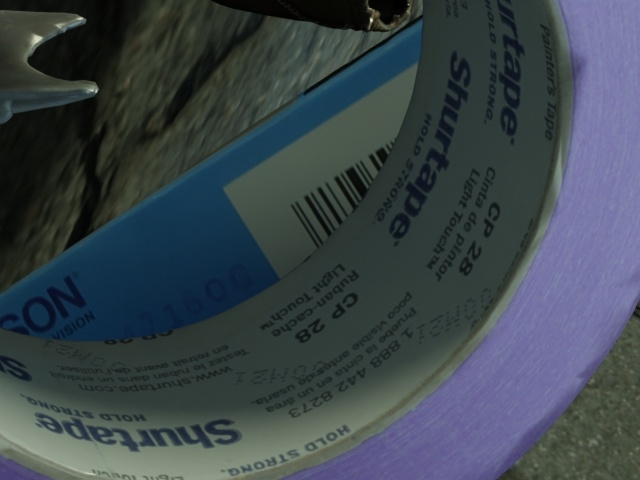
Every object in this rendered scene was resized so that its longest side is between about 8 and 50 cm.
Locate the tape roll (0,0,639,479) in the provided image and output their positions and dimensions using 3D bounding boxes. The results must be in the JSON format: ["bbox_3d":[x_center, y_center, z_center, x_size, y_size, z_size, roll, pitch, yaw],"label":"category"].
[{"bbox_3d":[-0.036,-0.035,0.514,0.275,0.275,0.090,-63,-149,13],"label":"tape roll"}]

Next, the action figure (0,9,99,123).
[{"bbox_3d":[-0.109,-0.113,0.337,0.185,0.099,0.285,-1,117,-25],"label":"action figure"}]

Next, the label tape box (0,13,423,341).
[{"bbox_3d":[0.000,0.000,0.801,0.249,0.115,0.348,-33,-176,6],"label":"label tape box"}]

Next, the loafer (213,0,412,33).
[{"bbox_3d":[0.030,-0.220,0.637,0.134,0.130,0.366,-49,163,-41],"label":"loafer"}]
